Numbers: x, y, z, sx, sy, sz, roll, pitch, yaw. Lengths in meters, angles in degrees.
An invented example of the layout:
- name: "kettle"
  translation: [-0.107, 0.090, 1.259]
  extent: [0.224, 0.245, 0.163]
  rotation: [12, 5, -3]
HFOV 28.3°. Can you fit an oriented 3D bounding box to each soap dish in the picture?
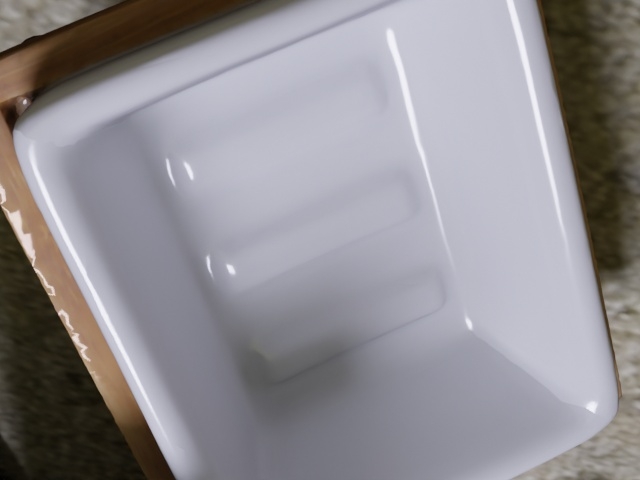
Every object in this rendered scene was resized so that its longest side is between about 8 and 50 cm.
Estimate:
- name: "soap dish"
  translation: [0.000, 0.000, 0.565]
  extent: [0.229, 0.118, 0.291]
  rotation: [-24, 124, -6]

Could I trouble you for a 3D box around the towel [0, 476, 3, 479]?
- name: "towel"
  translation: [-0.347, 0.193, 0.815]
  extent: [0.324, 0.056, 0.312]
  rotation: [-12, 124, 14]
